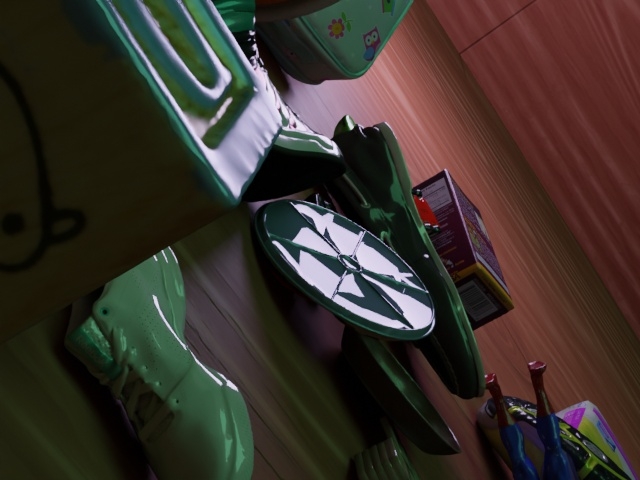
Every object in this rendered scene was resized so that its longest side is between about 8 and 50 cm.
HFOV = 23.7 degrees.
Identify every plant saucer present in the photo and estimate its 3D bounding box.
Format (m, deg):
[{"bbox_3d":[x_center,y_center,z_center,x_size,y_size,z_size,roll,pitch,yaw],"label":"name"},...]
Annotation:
[{"bbox_3d":[0.071,0.144,1.454,0.168,0.029,0.168,50,4,-4],"label":"plant saucer"}]

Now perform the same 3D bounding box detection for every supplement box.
[{"bbox_3d":[0.175,0.014,1.992,0.104,0.081,0.188,47,21,-42],"label":"supplement box"}]

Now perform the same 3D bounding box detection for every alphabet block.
[{"bbox_3d":[-0.160,-0.072,0.823,0.192,0.197,0.193,57,15,-10],"label":"alphabet block"}]

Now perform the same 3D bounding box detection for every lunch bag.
[{"bbox_3d":[-0.018,-0.332,1.797,0.279,0.108,0.224,48,61,-32],"label":"lunch bag"}]

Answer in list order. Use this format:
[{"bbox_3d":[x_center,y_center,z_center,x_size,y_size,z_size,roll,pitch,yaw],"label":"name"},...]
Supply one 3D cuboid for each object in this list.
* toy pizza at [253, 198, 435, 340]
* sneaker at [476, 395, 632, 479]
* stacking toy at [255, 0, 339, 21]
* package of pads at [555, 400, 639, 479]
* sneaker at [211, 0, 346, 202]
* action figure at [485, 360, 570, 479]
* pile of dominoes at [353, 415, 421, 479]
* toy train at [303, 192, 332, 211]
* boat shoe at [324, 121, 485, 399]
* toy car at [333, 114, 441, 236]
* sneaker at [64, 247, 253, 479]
[{"bbox_3d":[0.020,0.033,1.445,0.201,0.032,0.201,29,23,-13],"label":"toy pizza"},{"bbox_3d":[0.312,0.339,1.764,0.384,0.147,0.145,46,13,16],"label":"sneaker"},{"bbox_3d":[-0.122,-0.366,1.264,0.350,0.350,0.480,62,20,5],"label":"stacking toy"},{"bbox_3d":[0.374,0.368,1.955,0.296,0.101,0.229,61,14,2],"label":"package of pads"},{"bbox_3d":[-0.079,-0.139,1.381,0.295,0.124,0.178,17,55,-68],"label":"sneaker"},{"bbox_3d":[0.244,0.282,1.640,0.139,0.091,0.280,-40,113,-80],"label":"action figure"},{"bbox_3d":[0.103,0.291,1.343,0.251,0.040,0.196,63,3,-11],"label":"pile of dominoes"},{"bbox_3d":[0.000,0.000,1.547,0.036,0.027,0.158,48,19,-30],"label":"toy train"},{"bbox_3d":[0.083,0.030,1.683,0.112,0.095,0.335,96,-26,-72],"label":"boat shoe"},{"bbox_3d":[0.073,-0.050,1.832,0.225,0.053,0.239,55,15,-20],"label":"toy car"},{"bbox_3d":[-0.116,0.080,0.954,0.094,0.080,0.212,21,33,-50],"label":"sneaker"}]
